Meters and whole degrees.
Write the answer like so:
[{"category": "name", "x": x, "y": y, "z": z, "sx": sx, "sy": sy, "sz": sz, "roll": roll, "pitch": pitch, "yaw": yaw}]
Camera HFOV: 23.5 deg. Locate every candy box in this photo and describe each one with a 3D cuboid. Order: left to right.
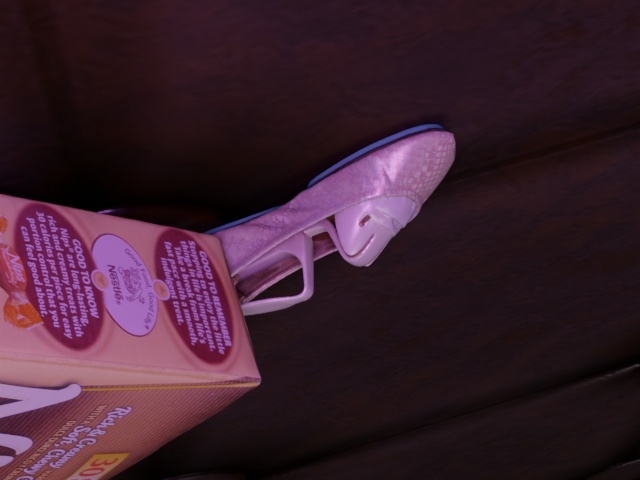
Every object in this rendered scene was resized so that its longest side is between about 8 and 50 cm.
[{"category": "candy box", "x": -0.202, "y": 0.053, "z": 0.668, "sx": 0.183, "sy": 0.087, "sz": 0.316, "roll": -34, "pitch": 151, "yaw": 33}]

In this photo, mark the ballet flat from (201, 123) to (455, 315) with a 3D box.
[{"category": "ballet flat", "x": 0.000, "y": 0.000, "z": 0.772, "sx": 0.168, "sy": 0.052, "sz": 0.057, "roll": -26, "pitch": 156, "yaw": 17}]
